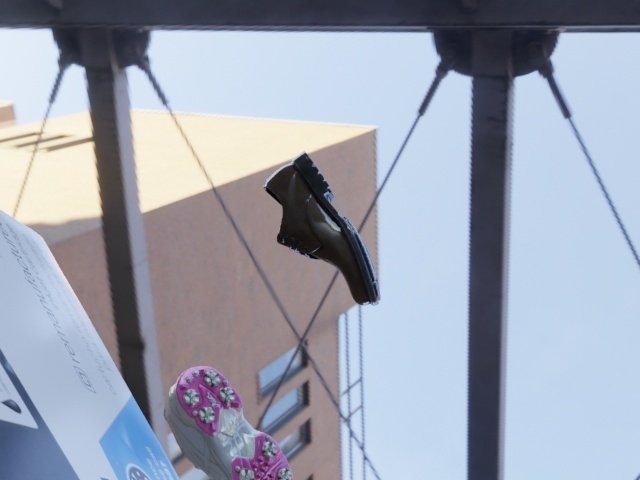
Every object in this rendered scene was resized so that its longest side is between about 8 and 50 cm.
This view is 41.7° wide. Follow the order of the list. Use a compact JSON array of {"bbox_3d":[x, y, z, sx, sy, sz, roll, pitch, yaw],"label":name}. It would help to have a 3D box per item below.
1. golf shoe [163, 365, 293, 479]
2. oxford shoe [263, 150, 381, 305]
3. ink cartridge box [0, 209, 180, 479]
[{"bbox_3d":[-0.151,0.354,1.385,0.306,0.115,0.140,57,-44,7],"label":"golf shoe"},{"bbox_3d":[0.000,0.000,1.078,0.096,0.083,0.227,-32,-114,-2],"label":"oxford shoe"},{"bbox_3d":[-0.219,0.070,0.313,0.166,0.395,0.285,-37,-116,-1],"label":"ink cartridge box"}]
